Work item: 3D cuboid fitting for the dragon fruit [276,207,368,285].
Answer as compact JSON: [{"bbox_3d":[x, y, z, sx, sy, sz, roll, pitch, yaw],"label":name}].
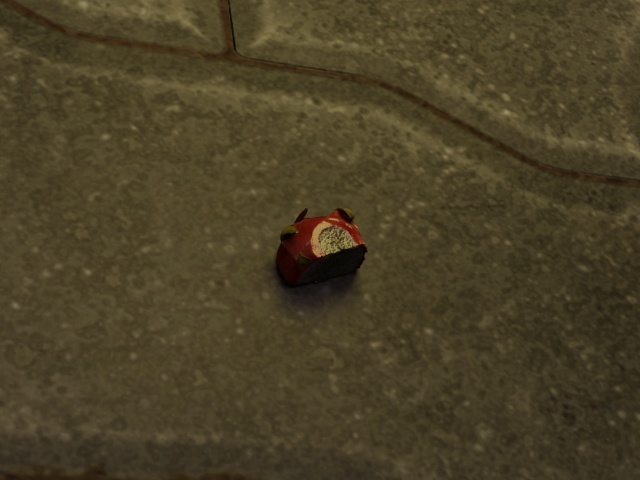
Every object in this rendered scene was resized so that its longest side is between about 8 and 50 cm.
[{"bbox_3d":[0.000,0.000,1.376,0.083,0.056,0.060,-13,59,-31],"label":"dragon fruit"}]
